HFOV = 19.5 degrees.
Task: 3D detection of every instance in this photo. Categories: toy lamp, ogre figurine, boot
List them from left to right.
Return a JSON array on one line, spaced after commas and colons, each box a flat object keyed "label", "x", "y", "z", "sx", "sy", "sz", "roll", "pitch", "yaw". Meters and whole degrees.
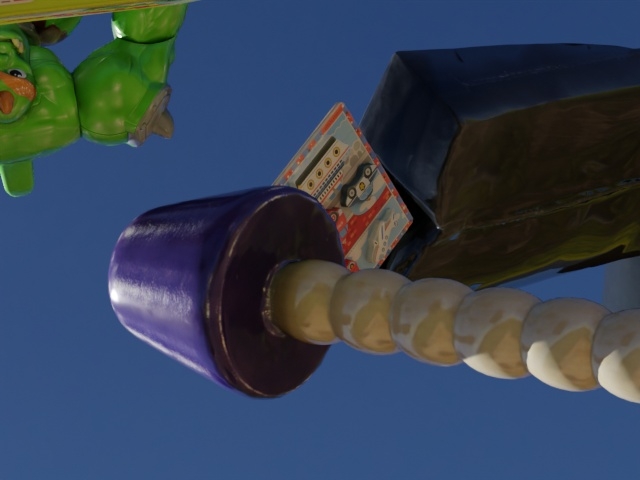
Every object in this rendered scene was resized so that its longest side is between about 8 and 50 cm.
[{"label": "ogre figurine", "x": -0.139, "y": -0.088, "z": 0.812, "sx": 0.197, "sy": 0.118, "sz": 0.097, "roll": -3, "pitch": -21, "yaw": -26}, {"label": "toy lamp", "x": 0.045, "y": 0.026, "z": 0.613, "sx": 0.080, "sy": 0.274, "sz": 0.080, "roll": -11, "pitch": -76, "yaw": -53}, {"label": "boot", "x": 0.187, "y": 0.013, "z": 1.467, "sx": 0.445, "sy": 0.146, "sz": 0.367, "roll": -14, "pitch": -57, "yaw": -44}]

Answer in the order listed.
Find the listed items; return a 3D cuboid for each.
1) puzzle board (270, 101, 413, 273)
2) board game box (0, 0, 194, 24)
[{"label": "puzzle board", "x": 0.000, "y": 0.000, "z": 1.051, "sx": 0.128, "sy": 0.011, "sz": 0.096, "roll": -53, "pitch": -50, "yaw": -27}, {"label": "board game box", "x": -0.085, "y": -0.148, "z": 0.482, "sx": 0.092, "sy": 0.043, "sz": 0.181, "roll": -10, "pitch": -83, "yaw": -27}]
